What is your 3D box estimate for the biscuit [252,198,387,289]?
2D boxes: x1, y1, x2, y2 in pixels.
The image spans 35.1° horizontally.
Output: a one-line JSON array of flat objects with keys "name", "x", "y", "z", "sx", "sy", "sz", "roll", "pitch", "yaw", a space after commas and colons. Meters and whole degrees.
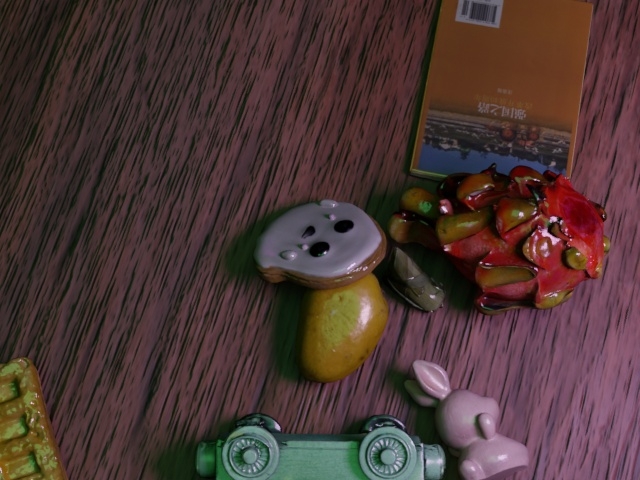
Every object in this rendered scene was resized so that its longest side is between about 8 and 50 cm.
[{"name": "biscuit", "x": 0.000, "y": 0.000, "z": 1.573, "sx": 0.208, "sy": 0.049, "sz": 0.181, "roll": 9, "pitch": 46, "yaw": 31}]

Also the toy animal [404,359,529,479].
[{"name": "toy animal", "x": 0.219, "y": 0.263, "z": 1.517, "sx": 0.124, "sy": 0.124, "sz": 0.212, "roll": -25, "pitch": 69, "yaw": -7}]

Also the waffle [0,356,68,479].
[{"name": "waffle", "x": -0.477, "y": 0.326, "z": 1.520, "sx": 0.168, "sy": 0.057, "sz": 0.274, "roll": -19, "pitch": 75, "yaw": -6}]

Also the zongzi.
[{"name": "zongzi", "x": 0.151, "y": 0.063, "z": 1.569, "sx": 0.109, "sy": 0.119, "sz": 0.055, "roll": 35, "pitch": 72, "yaw": 9}]

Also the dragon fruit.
[{"name": "dragon fruit", "x": 0.281, "y": -0.019, "z": 1.546, "sx": 0.307, "sy": 0.227, "sz": 0.243, "roll": 43, "pitch": 112, "yaw": 10}]

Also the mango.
[{"name": "mango", "x": 0.026, "y": 0.129, "z": 1.564, "sx": 0.137, "sy": 0.098, "sz": 0.195, "roll": 30, "pitch": 82, "yaw": 5}]

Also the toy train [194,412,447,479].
[{"name": "toy train", "x": 0.000, "y": 0.372, "z": 1.469, "sx": 0.369, "sy": 0.150, "sz": 0.237, "roll": 1, "pitch": 82, "yaw": 0}]

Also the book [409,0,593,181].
[{"name": "book", "x": 0.310, "y": -0.260, "z": 1.714, "sx": 0.262, "sy": 0.028, "sz": 0.374, "roll": 11, "pitch": 73, "yaw": 3}]
